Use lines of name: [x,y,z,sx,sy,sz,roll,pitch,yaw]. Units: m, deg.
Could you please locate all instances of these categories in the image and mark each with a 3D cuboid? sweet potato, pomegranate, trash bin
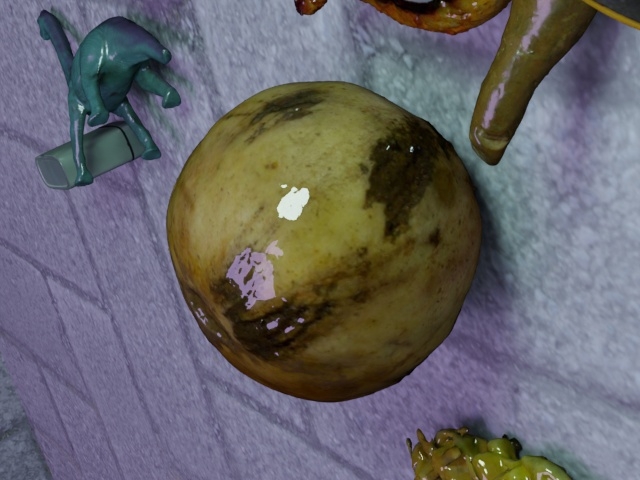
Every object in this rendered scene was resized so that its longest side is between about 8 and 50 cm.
sweet potato: [0.163,-0.209,0.832,0.079,0.108,0.346,36,140,29]
pomegranate: [0.000,0.000,1.126,0.322,0.322,0.322,40,146,34]
trash bin: [-0.339,-0.126,1.747,0.116,0.130,0.059,5,120,59]

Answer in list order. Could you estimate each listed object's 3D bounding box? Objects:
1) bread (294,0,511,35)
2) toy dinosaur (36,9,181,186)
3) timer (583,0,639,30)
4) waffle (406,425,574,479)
bread: [0.069,-0.246,0.981,0.269,0.095,0.140,24,112,55]
toy dinosaur: [-0.304,-0.276,1.606,0.383,0.129,0.331,-49,55,52]
timer: [0.242,-0.246,0.623,0.233,0.240,0.233,25,159,10]
waffle: [0.231,0.382,1.307,0.379,0.095,0.382,15,126,57]
